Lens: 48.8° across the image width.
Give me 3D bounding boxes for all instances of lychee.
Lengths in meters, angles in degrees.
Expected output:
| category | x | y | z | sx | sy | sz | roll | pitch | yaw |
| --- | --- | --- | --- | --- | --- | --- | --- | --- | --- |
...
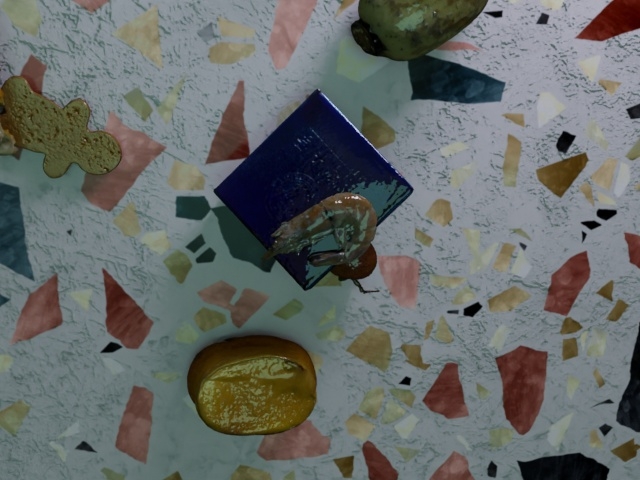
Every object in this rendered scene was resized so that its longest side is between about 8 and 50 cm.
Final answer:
| category | x | y | z | sx | sy | sz | roll | pitch | yaw |
| --- | --- | --- | --- | --- | --- | --- | --- | --- | --- |
| lychee | 0.068 | 0.044 | 1.440 | 0.114 | 0.101 | 0.140 | -7 | 88 | -9 |

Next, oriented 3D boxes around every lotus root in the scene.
| category | x | y | z | sx | sy | sz | roll | pitch | yaw |
| --- | --- | --- | --- | --- | --- | --- | --- | --- | --- |
| lotus root | 0.204 | -0.455 | 1.312 | 0.309 | 0.173 | 0.173 | -35 | 108 | -7 |

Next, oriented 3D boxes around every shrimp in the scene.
| category | x | y | z | sx | sy | sz | roll | pitch | yaw |
| --- | --- | --- | --- | --- | --- | --- | --- | --- | --- |
| shrimp | 0.000 | 0.000 | 1.267 | 0.223 | 0.047 | 0.126 | -28 | 103 | 1 |

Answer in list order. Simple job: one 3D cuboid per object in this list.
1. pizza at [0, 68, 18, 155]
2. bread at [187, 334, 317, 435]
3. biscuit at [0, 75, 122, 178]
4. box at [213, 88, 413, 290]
| category | x | y | z | sx | sy | sz | roll | pitch | yaw |
| --- | --- | --- | --- | --- | --- | --- | --- | --- | --- |
| pizza | -0.682 | -0.266 | 1.228 | 0.268 | 0.087 | 0.258 | -5 | 101 | 2 |
| bread | -0.138 | 0.299 | 1.457 | 0.269 | 0.142 | 0.196 | -2 | 103 | -11 |
| biscuit | -0.487 | -0.198 | 1.314 | 0.240 | 0.035 | 0.158 | 26 | 102 | -15 |
| box | -0.011 | -0.093 | 1.345 | 0.279 | 0.116 | 0.261 | -44 | 85 | 3 |
